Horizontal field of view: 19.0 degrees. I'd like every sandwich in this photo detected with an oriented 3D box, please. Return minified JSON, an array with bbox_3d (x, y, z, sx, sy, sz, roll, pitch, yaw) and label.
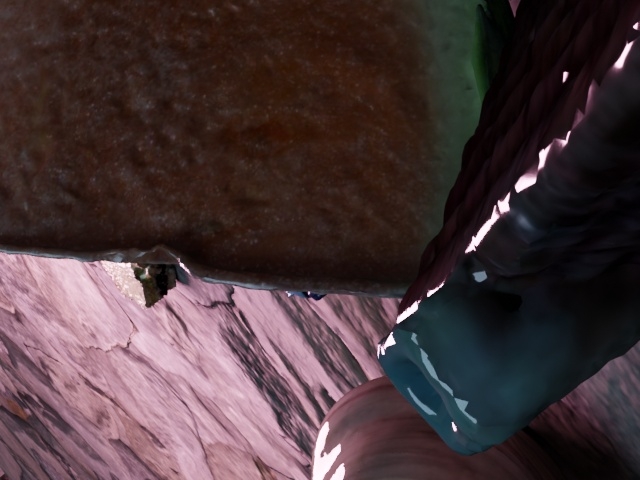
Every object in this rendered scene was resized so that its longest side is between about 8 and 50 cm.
[{"bbox_3d":[-0.156,0.011,1.592,0.093,0.035,0.105,53,161,-8],"label":"sandwich"}]

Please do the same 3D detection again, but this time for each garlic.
[{"bbox_3d":[0.110,0.198,1.115,0.253,0.245,0.245,-4,136,21],"label":"garlic"}]

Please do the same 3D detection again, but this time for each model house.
[{"bbox_3d":[0.141,-0.045,0.403,0.230,0.249,0.280,46,162,8],"label":"model house"}]

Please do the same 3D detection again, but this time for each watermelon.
[{"bbox_3d":[-0.039,-0.124,0.806,0.292,0.319,0.222,3,108,16],"label":"watermelon"}]

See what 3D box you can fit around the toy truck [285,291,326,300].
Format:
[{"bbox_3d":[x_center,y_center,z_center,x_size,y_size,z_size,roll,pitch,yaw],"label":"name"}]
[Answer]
[{"bbox_3d":[0.000,0.000,1.149,0.056,0.073,0.090,51,176,-2],"label":"toy truck"}]
